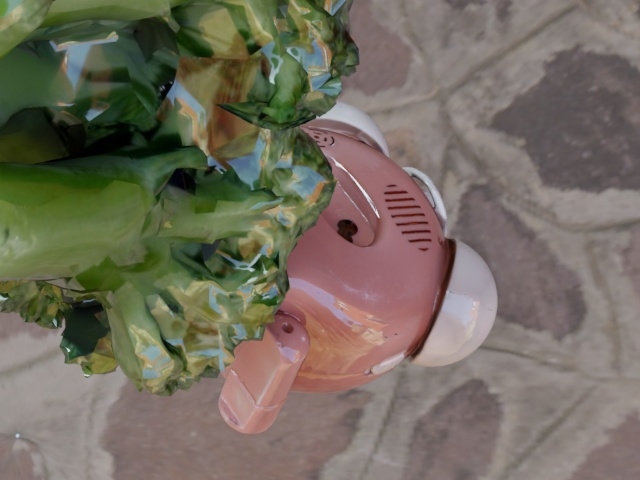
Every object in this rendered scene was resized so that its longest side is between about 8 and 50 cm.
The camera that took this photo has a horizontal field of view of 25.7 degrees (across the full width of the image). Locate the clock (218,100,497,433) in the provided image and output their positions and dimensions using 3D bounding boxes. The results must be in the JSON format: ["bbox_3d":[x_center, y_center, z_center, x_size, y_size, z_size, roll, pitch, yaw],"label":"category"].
[{"bbox_3d":[0.000,0.000,0.707,0.162,0.093,0.166,-17,59,-37],"label":"clock"}]

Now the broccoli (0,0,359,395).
[{"bbox_3d":[-0.113,-0.075,0.417,0.265,0.245,0.294,-35,98,14],"label":"broccoli"}]
